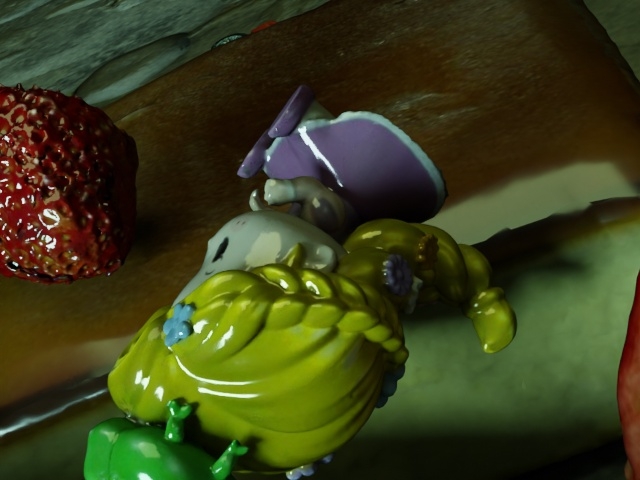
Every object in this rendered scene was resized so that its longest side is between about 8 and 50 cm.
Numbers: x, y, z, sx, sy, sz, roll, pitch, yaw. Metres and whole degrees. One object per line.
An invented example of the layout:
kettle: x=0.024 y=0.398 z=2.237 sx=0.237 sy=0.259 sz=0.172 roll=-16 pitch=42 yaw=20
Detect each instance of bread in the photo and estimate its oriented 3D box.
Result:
bread: x=0.000 y=0.000 z=0.734 sx=0.324 sy=0.143 sz=0.333 roll=-22 pitch=26 yaw=6

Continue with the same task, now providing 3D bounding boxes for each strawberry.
strawberry: x=-0.111 y=-0.020 z=0.622 sx=0.083 sy=0.083 sz=0.096 roll=-32 pitch=35 yaw=-12

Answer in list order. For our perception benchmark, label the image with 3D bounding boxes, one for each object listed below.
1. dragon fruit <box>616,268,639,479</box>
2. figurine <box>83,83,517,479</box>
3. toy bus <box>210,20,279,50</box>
dragon fruit: x=0.218 y=-0.011 z=0.430 sx=0.317 sy=0.152 sz=0.205 roll=-55 pitch=32 yaw=-9
figurine: x=-0.002 y=0.039 z=0.512 sx=0.156 sy=0.115 sz=0.095 roll=-59 pitch=-2 yaw=-33
toy bus: x=-0.071 y=-0.060 z=0.985 sx=0.195 sy=0.081 sz=0.089 roll=-38 pitch=38 yaw=-24
